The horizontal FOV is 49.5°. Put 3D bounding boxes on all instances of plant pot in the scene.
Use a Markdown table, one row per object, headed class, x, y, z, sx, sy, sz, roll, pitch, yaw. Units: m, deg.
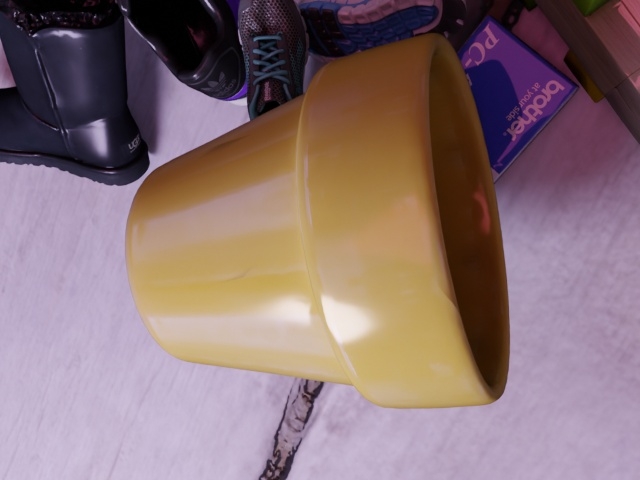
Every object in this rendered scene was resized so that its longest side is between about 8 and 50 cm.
| class | x | y | z | sx | sy | sz | roll | pitch | yaw |
| --- | --- | --- | --- | --- | --- | --- | --- | --- | --- |
| plant pot | 0.000 | 0.000 | 0.521 | 0.239 | 0.254 | 0.254 | -9 | 96 | 23 |

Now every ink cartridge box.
| class | x | y | z | sx | sy | sz | roll | pitch | yaw |
| --- | --- | --- | --- | --- | --- | --- | --- | --- | --- |
| ink cartridge box | 0.120 | -0.085 | 0.621 | 0.097 | 0.046 | 0.207 | 43 | 113 | 10 |

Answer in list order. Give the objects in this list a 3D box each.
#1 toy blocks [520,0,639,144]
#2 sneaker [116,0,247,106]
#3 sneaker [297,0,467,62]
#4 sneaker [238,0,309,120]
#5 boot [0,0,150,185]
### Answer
| class | x | y | z | sx | sy | sz | roll | pitch | yaw |
| --- | --- | --- | --- | --- | --- | --- | --- | --- | --- |
| toy blocks | 0.260 | -0.260 | 0.475 | 0.261 | 0.191 | 0.381 | -35 | 85 | 13 |
| sneaker | -0.146 | -0.264 | 0.648 | 0.102 | 0.146 | 0.293 | -31 | 87 | 25 |
| sneaker | 0.051 | -0.215 | 0.625 | 0.191 | 0.071 | 0.083 | 1 | 59 | 36 |
| sneaker | -0.038 | -0.141 | 0.604 | 0.065 | 0.076 | 0.166 | -7 | 111 | 2 |
| boot | -0.296 | -0.174 | 0.714 | 0.246 | 0.094 | 0.207 | 16 | 137 | 14 |
